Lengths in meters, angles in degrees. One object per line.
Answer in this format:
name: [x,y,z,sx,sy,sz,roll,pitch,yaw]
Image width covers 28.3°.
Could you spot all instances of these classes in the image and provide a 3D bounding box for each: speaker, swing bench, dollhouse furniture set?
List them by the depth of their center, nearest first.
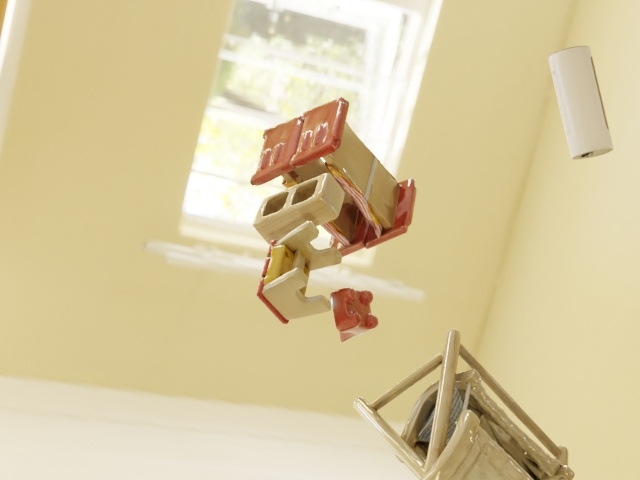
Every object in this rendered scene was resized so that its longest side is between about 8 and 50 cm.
swing bench: [0.188,0.289,1.496,0.253,0.165,0.254,46,-164,-22]
speaker: [0.326,-0.171,1.591,0.055,0.136,0.055,-11,172,-2]
dollhouse furniture set: [0.000,0.000,1.767,0.201,0.152,0.374,48,-143,-30]
